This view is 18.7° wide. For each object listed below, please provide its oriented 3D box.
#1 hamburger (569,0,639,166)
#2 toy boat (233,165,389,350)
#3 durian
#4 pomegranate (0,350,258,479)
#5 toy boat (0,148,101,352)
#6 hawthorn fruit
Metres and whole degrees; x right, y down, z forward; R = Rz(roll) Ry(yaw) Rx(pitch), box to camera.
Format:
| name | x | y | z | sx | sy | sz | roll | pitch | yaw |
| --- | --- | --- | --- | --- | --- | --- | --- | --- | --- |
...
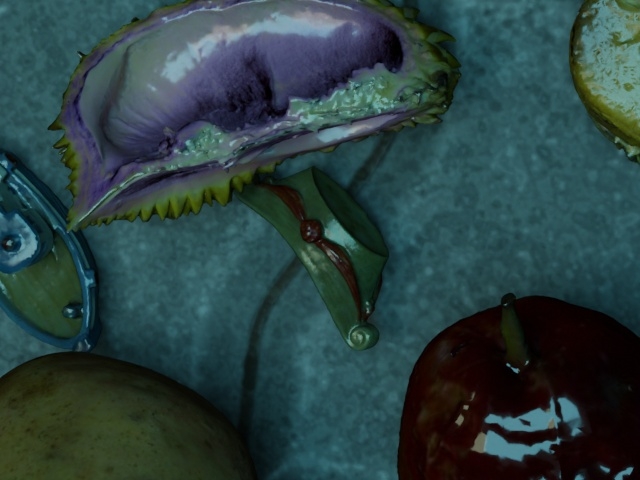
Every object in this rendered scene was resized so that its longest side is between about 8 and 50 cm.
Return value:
| name | x | y | z | sx | sy | sz | roll | pitch | yaw |
| --- | --- | --- | --- | --- | --- | --- | --- | --- | --- |
| hamburger | 0.286 | -0.141 | 1.497 | 0.182 | 0.118 | 0.191 | -39 | 83 | 13 |
| toy boat | 0.001 | 0.000 | 1.573 | 0.071 | 0.089 | 0.185 | -44 | 74 | 24 |
| durian | -0.057 | -0.112 | 1.561 | 0.341 | 0.112 | 0.191 | -20 | 47 | -4 |
| pomegranate | -0.181 | 0.249 | 1.508 | 0.322 | 0.322 | 0.322 | 1 | 93 | 10 |
| toy boat | -0.256 | 0.008 | 1.609 | 0.088 | 0.102 | 0.215 | -38 | 87 | 12 |
| hawthorn fruit | 0.161 | 0.131 | 1.476 | 0.230 | 0.210 | 0.266 | -1 | 129 | 24 |
